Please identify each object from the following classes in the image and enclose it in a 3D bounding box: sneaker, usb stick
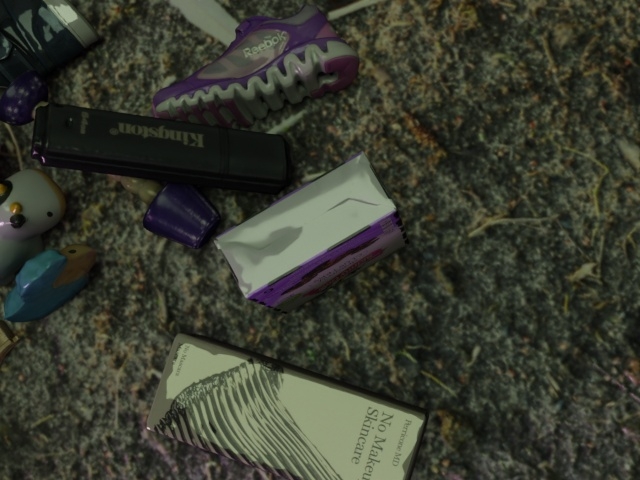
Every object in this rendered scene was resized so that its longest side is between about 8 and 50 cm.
[{"bbox_3d":[-0.396,-0.271,1.124,0.163,0.086,0.226,-42,79,-2],"label":"sneaker"},{"bbox_3d":[-0.080,-0.196,1.068,0.236,0.095,0.104,-20,72,0],"label":"sneaker"},{"bbox_3d":[-0.166,-0.098,1.021,0.278,0.045,0.077,6,60,-17],"label":"usb stick"}]

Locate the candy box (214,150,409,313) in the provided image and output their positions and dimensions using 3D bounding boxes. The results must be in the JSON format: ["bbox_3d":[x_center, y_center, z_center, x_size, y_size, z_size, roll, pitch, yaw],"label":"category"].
[{"bbox_3d":[0.000,0.000,0.966,0.165,0.196,0.070,-31,78,3],"label":"candy box"}]

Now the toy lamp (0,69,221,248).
[{"bbox_3d":[-0.234,-0.087,1.065,0.275,0.080,0.080,35,88,3],"label":"toy lamp"}]

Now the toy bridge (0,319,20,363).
[{"bbox_3d":[-0.421,0.170,1.092,0.188,0.026,0.063,-39,81,1],"label":"toy bridge"}]

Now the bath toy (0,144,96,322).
[{"bbox_3d":[-0.408,-0.067,1.075,0.151,0.129,0.348,-46,77,0],"label":"bath toy"}]

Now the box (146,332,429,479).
[{"bbox_3d":[-0.032,0.189,0.995,0.275,0.094,0.113,15,84,11],"label":"box"}]
